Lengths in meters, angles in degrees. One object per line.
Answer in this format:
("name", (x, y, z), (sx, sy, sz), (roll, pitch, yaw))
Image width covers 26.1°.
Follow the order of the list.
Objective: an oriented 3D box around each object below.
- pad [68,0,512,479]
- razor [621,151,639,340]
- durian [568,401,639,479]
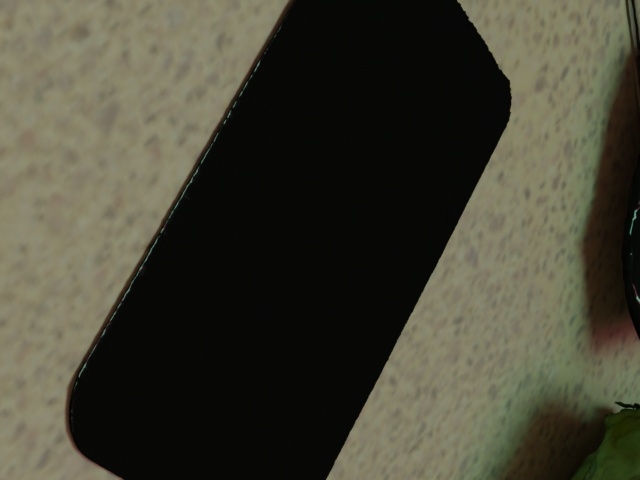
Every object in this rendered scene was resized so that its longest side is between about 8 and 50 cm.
("pad", (0.000, 0.000, 0.618), (0.181, 0.004, 0.267), (44, 70, -48))
("razor", (0.306, -0.035, 0.877), (0.349, 0.113, 0.204), (-13, 112, -45))
("durian", (0.207, 0.218, 0.815), (0.256, 0.204, 0.340), (40, 82, -35))
